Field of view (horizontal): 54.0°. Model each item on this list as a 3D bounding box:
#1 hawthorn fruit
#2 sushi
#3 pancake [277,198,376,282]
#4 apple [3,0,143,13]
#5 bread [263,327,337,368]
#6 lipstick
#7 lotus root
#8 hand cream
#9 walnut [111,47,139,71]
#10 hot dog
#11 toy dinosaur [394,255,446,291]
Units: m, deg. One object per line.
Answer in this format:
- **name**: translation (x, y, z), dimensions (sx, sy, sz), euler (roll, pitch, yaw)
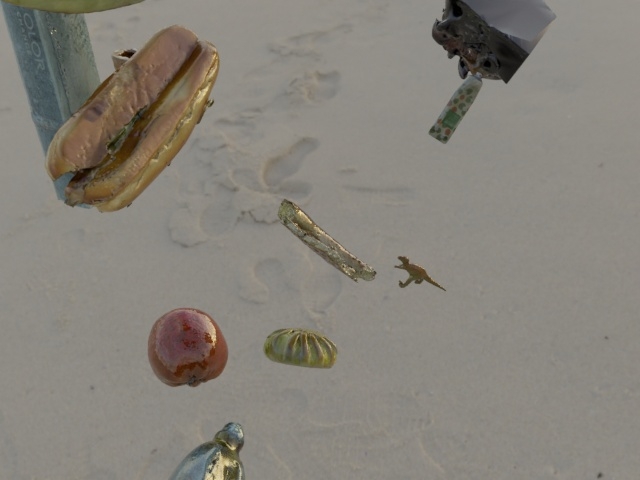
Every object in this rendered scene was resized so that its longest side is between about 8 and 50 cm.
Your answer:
- **hawthorn fruit**: translation (-0.299, 0.240, 1.407), dimensions (0.189, 0.189, 0.189), euler (3, 34, -2)
- **sushi**: translation (0.374, -0.482, 1.423), dimensions (0.227, 0.212, 0.215), euler (37, 62, 4)
- **pancake**: translation (0.000, 0.001, 1.353), dimensions (0.212, 0.257, 0.056), euler (38, 88, 31)
- **apple**: translation (-0.092, -0.191, 0.241), dimensions (0.173, 0.160, 0.195), euler (-14, 7, 36)
- **bread**: translation (-0.052, 0.231, 1.327), dimensions (0.157, 0.083, 0.094), euler (7, 5, 22)
- **lipstick**: translation (-0.323, -0.183, 0.794), dimensions (0.078, 0.289, 0.076), euler (19, 40, 27)
- **lotus root**: translation (-0.221, 0.483, 1.190), dimensions (0.158, 0.140, 0.322), euler (37, 27, -12)
- **hand cream**: translation (0.297, -0.289, 1.359), dimensions (0.057, 0.165, 0.037), euler (25, 13, -29)
- **walnut**: translation (-0.302, -0.308, 1.190), dimensions (0.167, 0.087, 0.211), euler (-11, 26, -42)
- **hot dog**: translation (-0.193, -0.138, 0.689), dimensions (0.109, 0.072, 0.269), euler (34, 60, -5)
- **toy dinosaur**: translation (0.286, 0.092, 1.770), dimensions (0.162, 0.126, 0.039), euler (8, 51, 4)
